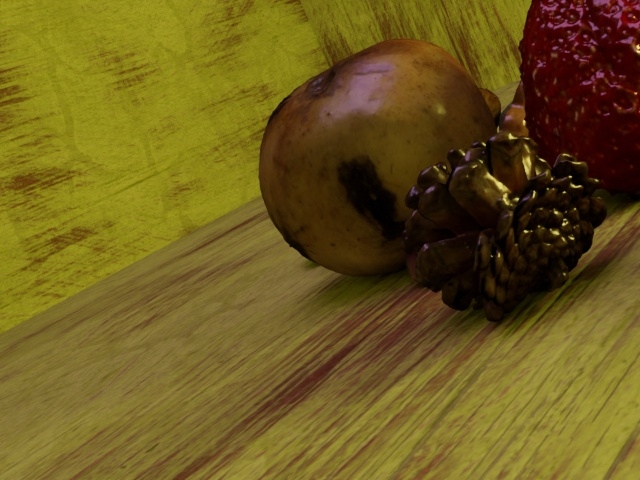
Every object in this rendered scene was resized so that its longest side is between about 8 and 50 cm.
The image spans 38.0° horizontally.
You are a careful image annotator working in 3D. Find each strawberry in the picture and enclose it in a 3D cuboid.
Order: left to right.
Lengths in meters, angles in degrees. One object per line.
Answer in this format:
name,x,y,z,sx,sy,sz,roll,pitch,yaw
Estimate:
strawberry,0.344,-0.197,1.054,0.257,0.277,0.257,-22,5,2

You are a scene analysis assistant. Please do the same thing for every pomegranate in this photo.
pomegranate,0.074,-0.102,1.203,0.322,0.322,0.322,-23,8,3

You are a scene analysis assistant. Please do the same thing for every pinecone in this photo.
pinecone,0.160,-0.017,0.850,0.179,0.150,0.195,-33,7,-18

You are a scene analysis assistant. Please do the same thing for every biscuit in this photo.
biscuit,0.300,-0.171,1.362,0.047,0.202,0.334,19,36,13

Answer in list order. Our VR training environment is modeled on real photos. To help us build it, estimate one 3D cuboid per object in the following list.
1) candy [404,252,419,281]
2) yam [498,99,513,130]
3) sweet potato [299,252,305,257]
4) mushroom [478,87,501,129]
candy,0.147,0.014,1.064,0.103,0.043,0.103,-24,8,4
yam,0.432,-0.251,1.688,0.330,0.133,0.133,-32,11,-39
sweet potato,0.001,0.002,1.497,0.074,0.075,0.269,-26,21,-14
mushroom,0.181,-0.191,1.695,0.283,0.195,0.263,8,-1,-6
